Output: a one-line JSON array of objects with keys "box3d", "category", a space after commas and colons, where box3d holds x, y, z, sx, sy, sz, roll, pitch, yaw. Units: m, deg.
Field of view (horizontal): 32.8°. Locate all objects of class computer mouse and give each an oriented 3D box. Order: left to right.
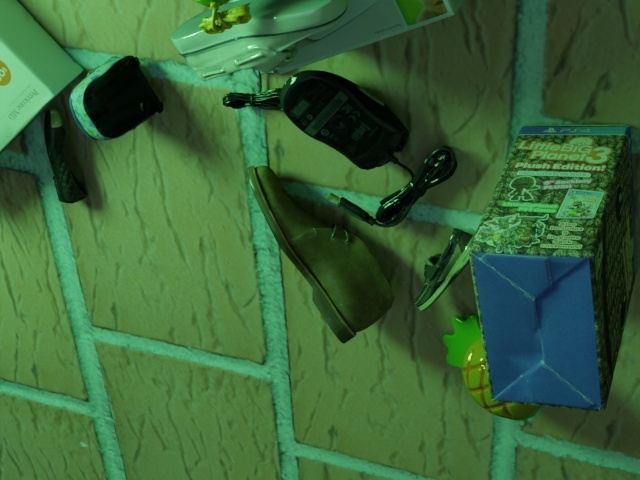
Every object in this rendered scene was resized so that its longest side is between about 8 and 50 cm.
[{"box3d": [-0.093, -0.260, 1.493, 0.106, 0.042, 0.193, 11, 128, 20], "category": "computer mouse"}, {"box3d": [0.044, -0.130, 1.516, 0.262, 0.060, 0.184, 30, 129, -12], "category": "computer mouse"}]

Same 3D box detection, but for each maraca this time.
[{"box3d": [0.257, 0.190, 1.628, 0.185, 0.099, 0.127, 44, 131, 26], "category": "maraca"}]

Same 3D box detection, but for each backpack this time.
[{"box3d": [-0.309, -0.203, 1.593, 0.084, 0.114, 0.105, 4, 130, 48], "category": "backpack"}]

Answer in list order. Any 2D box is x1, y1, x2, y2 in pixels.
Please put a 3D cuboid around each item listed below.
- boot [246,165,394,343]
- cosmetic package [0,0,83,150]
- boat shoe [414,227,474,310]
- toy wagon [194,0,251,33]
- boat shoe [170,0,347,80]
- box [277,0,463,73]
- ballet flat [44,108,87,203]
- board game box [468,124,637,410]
[{"box3d": [0.000, 0.000, 1.628, 0.115, 0.112, 0.305, -32, 104, 8], "category": "boot"}, {"box3d": [-0.587, -0.256, 1.705, 0.284, 0.097, 0.377, 45, 131, -14], "category": "cosmetic package"}, {"box3d": [0.176, 0.040, 1.583, 0.049, 0.056, 0.152, 37, 122, 3], "category": "boat shoe"}, {"box3d": [-0.129, -0.408, 1.234, 0.267, 0.068, 0.344, -11, 78, 34], "category": "toy wagon"}, {"box3d": [-0.064, -0.246, 1.305, 0.258, 0.095, 0.084, -1, 130, 42], "category": "boat shoe"}, {"box3d": [0.022, -0.359, 1.310, 0.262, 0.127, 0.231, -12, 120, 34], "category": "box"}, {"box3d": [-0.412, -0.137, 1.749, 0.049, 0.057, 0.173, -13, 128, -14], "category": "ballet flat"}, {"box3d": [0.298, 0.026, 1.348, 0.141, 0.291, 0.232, 2, 126, 23], "category": "board game box"}]
